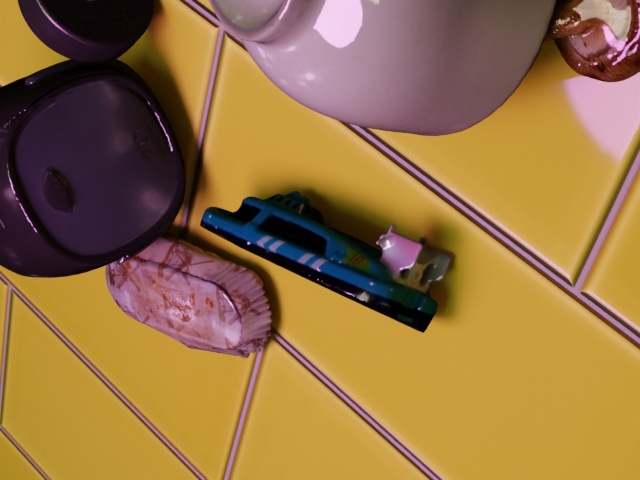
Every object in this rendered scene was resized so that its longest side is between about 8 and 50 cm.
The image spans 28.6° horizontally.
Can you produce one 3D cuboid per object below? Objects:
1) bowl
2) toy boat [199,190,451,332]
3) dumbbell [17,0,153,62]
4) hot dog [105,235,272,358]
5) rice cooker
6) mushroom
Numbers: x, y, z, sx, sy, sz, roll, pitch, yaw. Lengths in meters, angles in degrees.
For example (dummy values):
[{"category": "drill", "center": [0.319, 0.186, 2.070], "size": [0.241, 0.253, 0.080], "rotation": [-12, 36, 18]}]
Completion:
[{"category": "bowl", "center": [0.016, -0.256, 1.045], "size": [0.354, 0.185, 0.354], "rotation": [17, 111, 54]}, {"category": "toy boat", "center": [0.000, 0.000, 1.338], "size": [0.299, 0.134, 0.092], "rotation": [24, 89, 40]}, {"category": "dumbbell", "center": [-0.223, -0.302, 1.365], "size": [0.218, 0.152, 0.152], "rotation": [-32, 86, 50]}, {"category": "hot dog", "center": [-0.164, 0.068, 1.560], "size": [0.268, 0.075, 0.144], "rotation": [18, 127, 37]}, {"category": "rice cooker", "center": [-0.303, -0.083, 1.497], "size": [0.224, 0.267, 0.267], "rotation": [-3, 108, 56]}, {"category": "mushroom", "center": [0.224, -0.188, 0.995], "size": [0.127, 0.087, 0.127], "rotation": [32, 136, 37]}]
